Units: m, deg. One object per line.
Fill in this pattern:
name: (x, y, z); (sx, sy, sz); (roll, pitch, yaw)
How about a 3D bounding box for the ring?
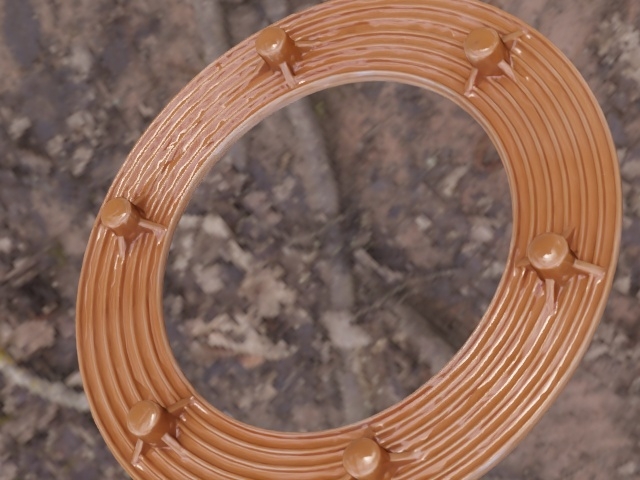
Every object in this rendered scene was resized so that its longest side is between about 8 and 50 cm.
ring: (0.000, 0.000, 0.809); (0.336, 0.337, 0.032); (2, 155, 30)
